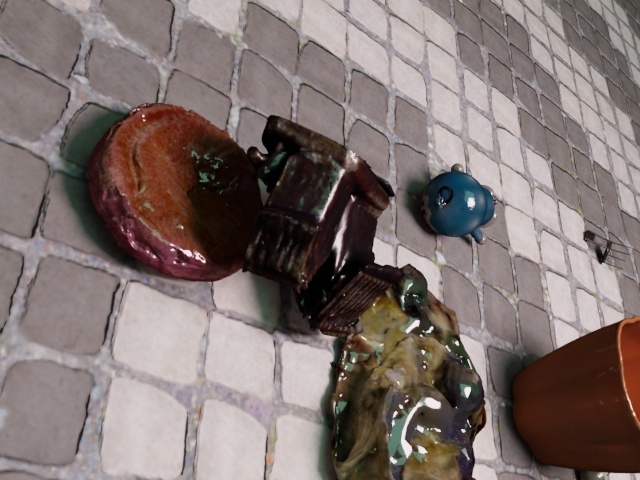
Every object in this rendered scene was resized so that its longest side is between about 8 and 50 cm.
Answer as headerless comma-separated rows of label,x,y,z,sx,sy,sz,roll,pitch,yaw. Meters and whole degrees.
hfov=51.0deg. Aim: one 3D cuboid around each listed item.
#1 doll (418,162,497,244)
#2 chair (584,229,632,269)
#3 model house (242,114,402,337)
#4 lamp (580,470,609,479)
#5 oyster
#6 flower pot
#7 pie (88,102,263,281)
doll,0.189,-0.048,0.903,0.152,0.085,0.114,-4,83,-55
chair,0.511,0.017,1.207,0.086,0.042,0.037,26,40,16
model house,-0.010,-0.004,0.637,0.203,0.141,0.164,35,75,-53
lamp,0.416,0.291,0.940,0.163,0.091,0.091,-32,92,-32
oyster,0.092,0.185,0.679,0.221,0.096,0.361,44,42,-8
flower pot,0.349,0.206,0.846,0.190,0.173,0.191,20,56,-34
pie,-0.125,-0.044,0.622,0.182,0.049,0.182,26,47,-32
